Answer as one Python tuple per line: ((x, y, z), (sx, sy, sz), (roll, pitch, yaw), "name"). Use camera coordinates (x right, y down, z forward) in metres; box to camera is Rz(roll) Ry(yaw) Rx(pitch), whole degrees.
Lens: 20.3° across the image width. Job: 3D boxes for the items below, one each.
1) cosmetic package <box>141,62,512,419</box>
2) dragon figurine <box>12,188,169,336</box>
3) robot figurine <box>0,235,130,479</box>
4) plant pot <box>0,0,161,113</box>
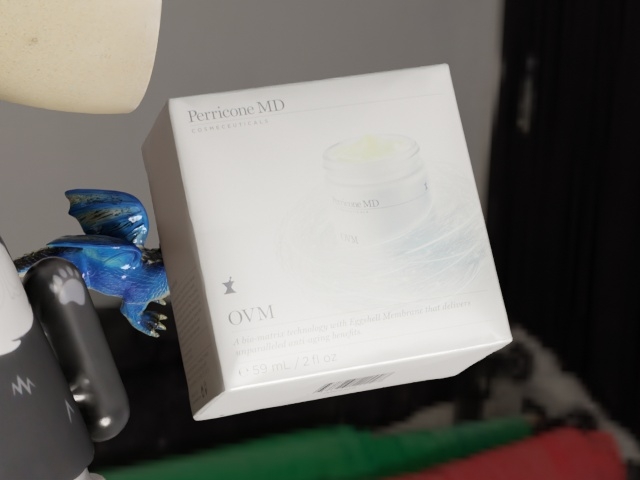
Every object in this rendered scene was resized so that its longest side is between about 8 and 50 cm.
((0.000, 0.000, 1.363), (0.224, 0.225, 0.138), (-9, 167, -17), "cosmetic package")
((-0.204, 0.007, 1.648), (0.289, 0.144, 0.085), (10, -138, 0), "dragon figurine")
((-0.222, 0.096, 0.959), (0.209, 0.278, 0.173), (-23, -173, 4), "robot figurine")
((-0.224, -0.215, 1.129), (0.191, 0.284, 0.284), (-6, -162, -17), "plant pot")
